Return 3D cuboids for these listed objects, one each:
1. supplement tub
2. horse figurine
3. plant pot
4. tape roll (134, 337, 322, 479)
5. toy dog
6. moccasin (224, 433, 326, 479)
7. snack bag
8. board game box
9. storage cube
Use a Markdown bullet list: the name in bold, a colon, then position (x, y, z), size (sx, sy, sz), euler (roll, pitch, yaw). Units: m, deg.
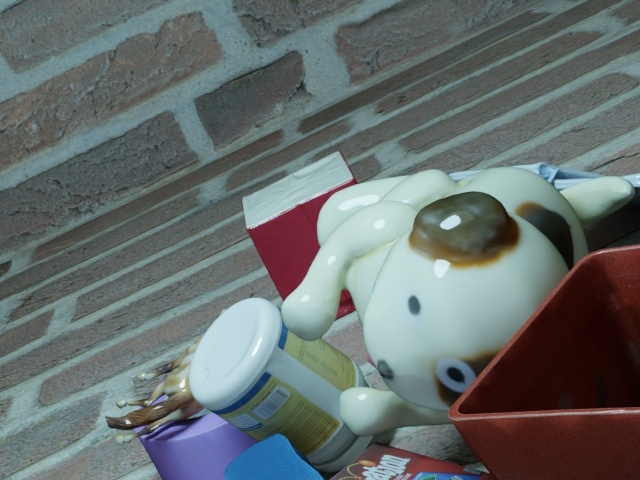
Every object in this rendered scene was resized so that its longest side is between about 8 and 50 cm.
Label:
- **supplement tub**: position (-0.039, 0.173, 1.587), size (0.144, 0.200, 0.144), euler (-37, 31, 27)
- **horse figurine**: position (-0.179, 0.179, 1.757), size (0.174, 0.066, 0.263), euler (-25, 14, 25)
- **plant pot**: position (0.315, 0.161, 1.112), size (0.267, 0.235, 0.267), euler (-10, 23, 45)
- **tape roll**: position (-0.106, 0.219, 1.796), size (0.275, 0.090, 0.275), euler (-24, 17, 8)
- **toy dog**: position (0.164, 0.067, 1.427), size (0.395, 0.284, 0.408), euler (-16, 6, 9)
- **moccasin**: position (-0.017, 0.299, 1.387), size (0.138, 0.117, 0.342), euler (-31, 13, 4)
- **snack bag**: position (0.390, -0.071, 1.731), size (0.323, 0.037, 0.342), euler (3, -1, -34)
- **board game box**: position (0.079, 0.250, 1.277), size (0.145, 0.027, 0.281), euler (12, 8, 16)
- **storage cube**: position (0.000, 0.000, 2.097), size (0.184, 0.193, 0.215), euler (-26, 18, 3)
